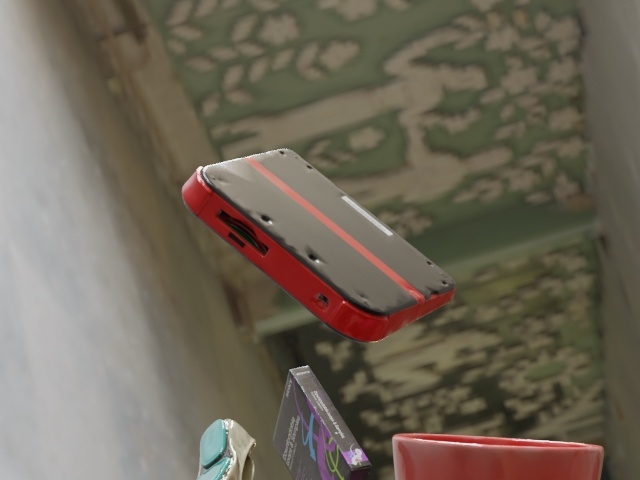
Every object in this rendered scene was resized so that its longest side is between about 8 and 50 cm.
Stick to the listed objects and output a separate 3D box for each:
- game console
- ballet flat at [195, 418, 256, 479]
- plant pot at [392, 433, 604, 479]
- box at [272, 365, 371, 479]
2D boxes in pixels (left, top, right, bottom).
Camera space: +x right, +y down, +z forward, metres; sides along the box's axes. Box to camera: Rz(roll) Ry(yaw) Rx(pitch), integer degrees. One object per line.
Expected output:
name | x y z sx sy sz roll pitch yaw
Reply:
game console | 0.000 0.000 2.430 0.386 0.060 0.342 40 23 16
ballet flat | -0.127 0.323 2.128 0.248 0.086 0.086 -77 151 -67
plant pot | 0.220 0.372 1.982 0.275 0.275 0.243 42 50 -82
box | -0.002 0.233 1.727 0.162 0.029 0.116 56 -37 44
